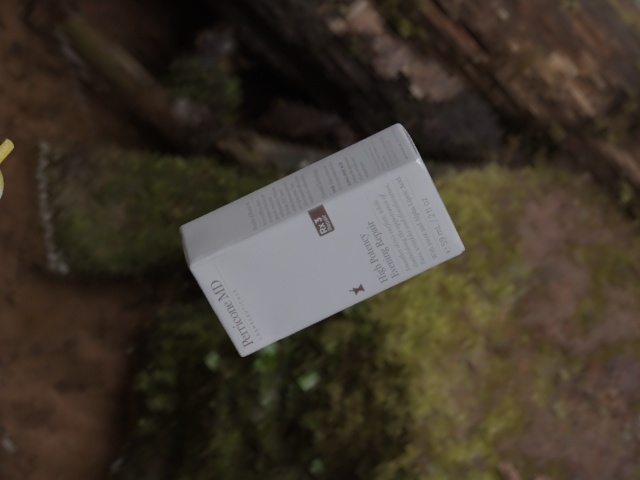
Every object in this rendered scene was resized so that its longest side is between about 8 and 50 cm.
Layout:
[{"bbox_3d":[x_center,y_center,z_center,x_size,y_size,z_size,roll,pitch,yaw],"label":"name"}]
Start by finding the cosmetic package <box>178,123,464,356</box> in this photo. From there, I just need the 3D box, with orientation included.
[{"bbox_3d":[0.000,0.000,1.790,0.117,0.231,0.085,62,2,-30],"label":"cosmetic package"}]

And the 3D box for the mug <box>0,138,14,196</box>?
[{"bbox_3d":[-0.279,-0.049,1.542,0.062,0.064,0.078,15,72,-27],"label":"mug"}]
